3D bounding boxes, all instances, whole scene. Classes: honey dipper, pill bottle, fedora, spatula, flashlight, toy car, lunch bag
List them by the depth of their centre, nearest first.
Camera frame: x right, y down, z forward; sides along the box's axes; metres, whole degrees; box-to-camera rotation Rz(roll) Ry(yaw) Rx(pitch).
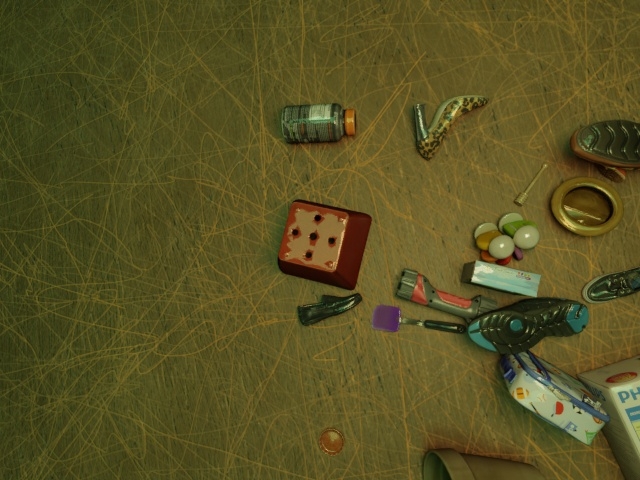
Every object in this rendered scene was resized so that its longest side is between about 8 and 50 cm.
[{"bbox_3d":[0.610,0.398,1.116,0.243,0.303,0.114,33,99,12],"label":"lunch bag"},{"bbox_3d":[0.804,-0.098,1.255,0.195,0.079,0.194,-3,79,15],"label":"fedora"},{"bbox_3d":[0.576,0.009,1.265,0.182,0.159,0.136,-23,114,7],"label":"toy car"},{"bbox_3d":[0.396,0.176,1.292,0.305,0.103,0.103,16,130,9],"label":"flashlight"},{"bbox_3d":[0.679,-0.181,1.317,0.031,0.030,0.160,37,87,13],"label":"honey dipper"},{"bbox_3d":[0.314,0.264,1.326,0.297,0.030,0.084,6,82,11],"label":"spatula"},{"bbox_3d":[-0.001,-0.402,1.417,0.246,0.130,0.130,1,83,11],"label":"pill bottle"}]

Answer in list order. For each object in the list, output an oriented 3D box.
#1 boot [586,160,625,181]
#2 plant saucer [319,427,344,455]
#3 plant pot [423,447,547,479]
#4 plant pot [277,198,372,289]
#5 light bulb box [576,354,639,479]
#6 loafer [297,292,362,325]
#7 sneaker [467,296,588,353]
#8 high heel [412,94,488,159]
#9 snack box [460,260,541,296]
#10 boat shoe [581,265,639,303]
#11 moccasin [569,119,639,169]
[{"bbox_3d":[0.892,-0.254,1.271,0.085,0.059,0.157,-39,77,-1],"label":"boot"},{"bbox_3d":[0.037,0.654,1.338,0.084,0.013,0.083,-1,83,11],"label":"plant saucer"},{"bbox_3d":[0.469,0.731,1.125,0.281,0.323,0.322,-5,82,-7],"label":"plant pot"},{"bbox_3d":[0.000,0.000,1.313,0.268,0.236,0.267,13,85,11],"label":"plant pot"},{"bbox_3d":[0.964,0.486,1.078,0.358,0.225,0.360,-21,79,8],"label":"light bulb box"},{"bbox_3d":[0.028,0.214,1.362,0.224,0.076,0.078,-22,87,11],"label":"loafer"},{"bbox_3d":[0.582,0.240,1.196,0.341,0.139,0.124,-7,96,-6],"label":"sneaker"},{"bbox_3d":[0.440,-0.379,1.374,0.262,0.093,0.186,-11,104,-3],"label":"high heel"},{"bbox_3d":[0.521,0.113,1.216,0.175,0.207,0.070,14,86,11],"label":"snack box"},{"bbox_3d":[0.899,0.128,1.211,0.229,0.076,0.080,-17,80,8],"label":"boat shoe"},{"bbox_3d":[0.886,-0.269,1.189,0.381,0.147,0.139,-4,86,-13],"label":"moccasin"}]
